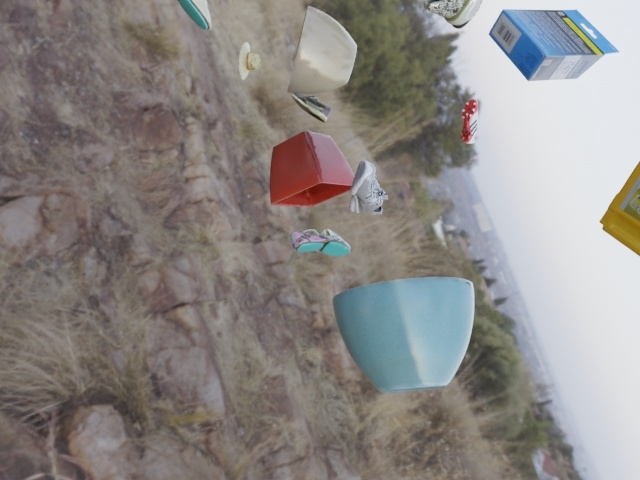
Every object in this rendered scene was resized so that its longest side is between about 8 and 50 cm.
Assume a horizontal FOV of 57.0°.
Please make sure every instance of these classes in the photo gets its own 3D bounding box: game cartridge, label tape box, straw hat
[{"bbox_3d":[1.090,-0.111,1.908,0.052,0.324,0.285,12,26,-29],"label":"game cartridge"},{"bbox_3d":[0.748,-0.631,1.893,0.241,0.333,0.106,64,-30,29],"label":"label tape box"},{"bbox_3d":[-0.257,-0.677,2.228,0.144,0.061,0.145,8,90,-81],"label":"straw hat"}]

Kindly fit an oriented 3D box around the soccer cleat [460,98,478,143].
[{"bbox_3d":[0.283,-0.222,1.105,0.035,0.029,0.083,9,88,-48],"label":"soccer cleat"}]

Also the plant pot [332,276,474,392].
[{"bbox_3d":[0.175,0.202,1.193,0.290,0.290,0.196,34,49,-65],"label":"plant pot"}]

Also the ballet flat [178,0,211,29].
[{"bbox_3d":[-0.371,-0.682,1.602,0.248,0.086,0.086,42,17,-2],"label":"ballet flat"}]

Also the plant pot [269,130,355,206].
[{"bbox_3d":[-0.047,-0.290,2.361,0.267,0.267,0.236,-3,76,-53],"label":"plant pot"}]

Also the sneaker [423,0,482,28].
[{"bbox_3d":[0.440,-0.857,1.788,0.182,0.410,0.158,-3,38,-31],"label":"sneaker"}]

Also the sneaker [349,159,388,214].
[{"bbox_3d":[0.157,-0.159,1.816,0.281,0.115,0.105,83,25,-73],"label":"sneaker"}]

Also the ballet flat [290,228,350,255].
[{"bbox_3d":[0.000,0.000,1.827,0.221,0.077,0.079,5,52,-39],"label":"ballet flat"}]

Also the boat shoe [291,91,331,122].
[{"bbox_3d":[-0.024,-0.397,1.721,0.152,0.049,0.056,42,0,30],"label":"boat shoe"}]

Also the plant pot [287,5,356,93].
[{"bbox_3d":[0.013,-0.613,1.969,0.284,0.190,0.284,-167,-90,-83],"label":"plant pot"}]
